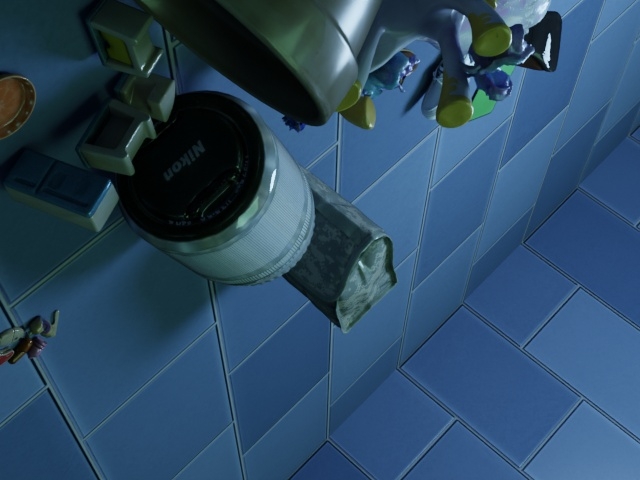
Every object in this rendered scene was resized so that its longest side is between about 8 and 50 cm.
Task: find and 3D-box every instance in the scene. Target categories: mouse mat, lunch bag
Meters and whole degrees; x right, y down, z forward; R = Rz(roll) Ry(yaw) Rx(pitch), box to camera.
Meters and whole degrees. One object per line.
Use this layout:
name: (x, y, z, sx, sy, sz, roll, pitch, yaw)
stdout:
mouse mat: (0.393, -0.355, 2.220, 0.152, 0.007, 0.189, -25, 146, -49)
lunch bag: (0.000, 0.000, 1.689, 0.169, 0.235, 0.287, -43, 158, -13)

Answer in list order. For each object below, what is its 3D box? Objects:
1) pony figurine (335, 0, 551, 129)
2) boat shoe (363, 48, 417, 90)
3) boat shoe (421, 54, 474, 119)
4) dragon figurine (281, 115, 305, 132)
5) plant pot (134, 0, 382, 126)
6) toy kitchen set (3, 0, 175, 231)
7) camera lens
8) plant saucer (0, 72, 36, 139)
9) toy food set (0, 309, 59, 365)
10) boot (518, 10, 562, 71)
pony figurine: (0.135, -0.297, 1.229, 0.351, 0.363, 0.303, -18, 131, 8)
boat shoe: (0.121, -0.289, 1.706, 0.178, 0.060, 0.064, -27, 148, -47)
boat shoe: (0.250, -0.324, 1.912, 0.184, 0.066, 0.063, -52, 145, 10)
dragon figurine: (-0.073, -0.239, 1.284, 0.085, 0.144, 0.289, -50, 159, -4)
plant pot: (-0.039, -0.321, 0.995, 0.280, 0.323, 0.323, -52, 159, -5)
toy kitchen set: (-0.275, -0.150, 1.115, 0.166, 0.122, 0.207, 83, 30, -61)
camera lens: (-0.135, -0.062, 1.339, 0.219, 0.219, 0.274, -50, 159, -3)
plant saucer: (-0.348, -0.146, 1.064, 0.083, 0.013, 0.083, -41, 156, -23)
toy food set: (-0.418, 0.147, 1.386, 0.122, 0.019, 0.078, -29, 150, -43)
boot: (0.227, -0.325, 1.570, 0.264, 0.280, 0.096, -20, 116, -54)
